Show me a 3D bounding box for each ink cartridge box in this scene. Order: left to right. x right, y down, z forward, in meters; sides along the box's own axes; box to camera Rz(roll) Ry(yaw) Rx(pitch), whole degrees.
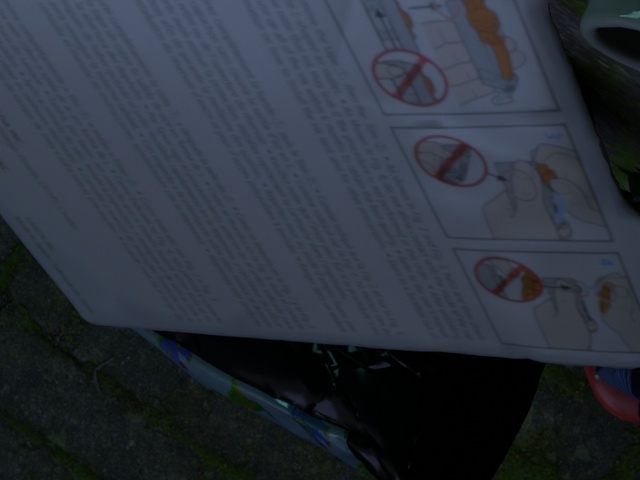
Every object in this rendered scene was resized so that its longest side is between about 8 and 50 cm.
[{"bbox_3d":[-0.006,-0.079,0.663,0.385,0.091,0.308,1,140,31],"label":"ink cartridge box"}]

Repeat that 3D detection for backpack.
[{"bbox_3d":[0.000,0.000,1.124,0.356,0.290,0.273,15,173,29],"label":"backpack"}]

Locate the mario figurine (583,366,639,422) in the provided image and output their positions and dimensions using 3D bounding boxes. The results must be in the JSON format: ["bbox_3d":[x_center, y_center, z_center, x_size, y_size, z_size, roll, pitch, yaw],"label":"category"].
[{"bbox_3d":[0.323,0.059,1.355,0.320,0.170,0.198,174,77,-76],"label":"mario figurine"}]

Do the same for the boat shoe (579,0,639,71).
[{"bbox_3d":[0.187,-0.018,0.415,0.267,0.088,0.096,36,-179,18],"label":"boat shoe"}]

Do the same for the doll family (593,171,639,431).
[{"bbox_3d":[0.235,0.047,1.216,0.193,0.076,0.111,70,165,-17],"label":"doll family"}]
